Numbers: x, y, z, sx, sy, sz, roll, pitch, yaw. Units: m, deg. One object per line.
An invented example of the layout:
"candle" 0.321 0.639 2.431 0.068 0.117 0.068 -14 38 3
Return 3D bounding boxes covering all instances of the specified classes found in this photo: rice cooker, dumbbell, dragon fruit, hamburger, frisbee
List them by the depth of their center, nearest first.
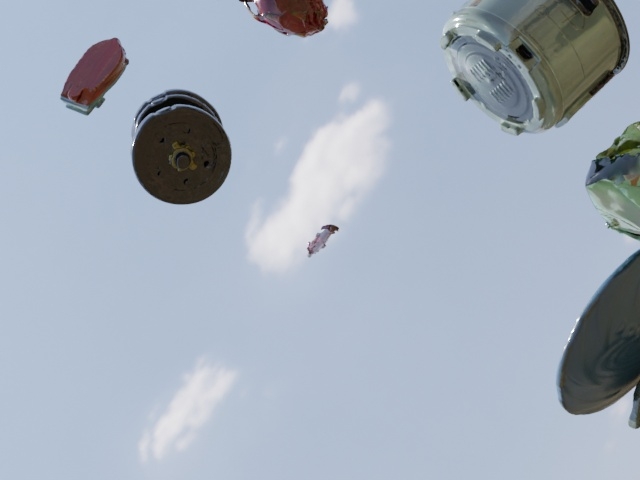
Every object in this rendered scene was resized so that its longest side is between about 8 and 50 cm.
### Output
"hamburger" 0.440 -0.072 1.491 0.125 0.214 0.235 -61 -35 -27
"frisbee" 0.438 0.129 1.685 0.289 0.049 0.289 -27 -45 -30
"dragon fruit" -0.078 -0.356 1.780 0.094 0.190 0.094 21 -90 -77
"rice cooker" 0.326 -0.300 1.821 0.227 0.241 0.280 -43 -3 -17
"dumbbell" -0.265 -0.182 2.293 0.185 0.185 0.388 -65 13 8

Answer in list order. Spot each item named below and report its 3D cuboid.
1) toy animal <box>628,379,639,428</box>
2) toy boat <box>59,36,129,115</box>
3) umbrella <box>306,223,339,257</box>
"toy animal" 0.559 0.220 1.735 0.236 0.108 0.138 -14 -63 -18
"toy boat" -0.359 -0.266 1.961 0.059 0.069 0.173 105 -172 -51
"umbrella" 0.000 0.000 2.041 0.025 0.027 0.165 -50 1 -22
